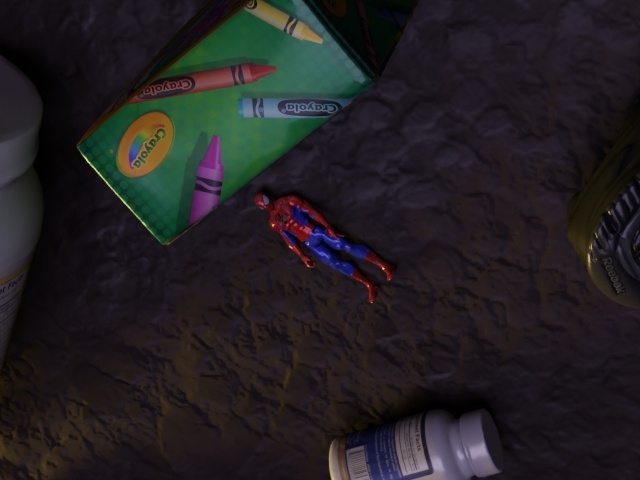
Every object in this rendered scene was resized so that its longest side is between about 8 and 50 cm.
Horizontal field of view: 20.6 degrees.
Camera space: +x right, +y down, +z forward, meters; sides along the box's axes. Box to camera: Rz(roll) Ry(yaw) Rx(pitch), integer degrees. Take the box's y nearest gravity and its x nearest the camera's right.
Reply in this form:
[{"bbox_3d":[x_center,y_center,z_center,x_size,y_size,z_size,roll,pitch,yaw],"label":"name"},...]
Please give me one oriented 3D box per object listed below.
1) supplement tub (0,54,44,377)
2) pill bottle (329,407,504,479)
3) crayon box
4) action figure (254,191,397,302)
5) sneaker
[{"bbox_3d":[-0.331,0.029,1.233,0.241,0.241,0.331,20,116,2],"label":"supplement tub"},{"bbox_3d":[0.073,0.164,1.312,0.120,0.067,0.067,-18,109,18],"label":"pill bottle"},{"bbox_3d":[-0.029,-0.121,1.086,0.165,0.278,0.081,-36,102,23],"label":"crayon box"},{"bbox_3d":[0.000,0.000,1.275,0.115,0.030,0.038,35,120,-4],"label":"action figure"},{"bbox_3d":[0.264,-0.086,1.143,0.286,0.130,0.109,-41,109,1],"label":"sneaker"}]
